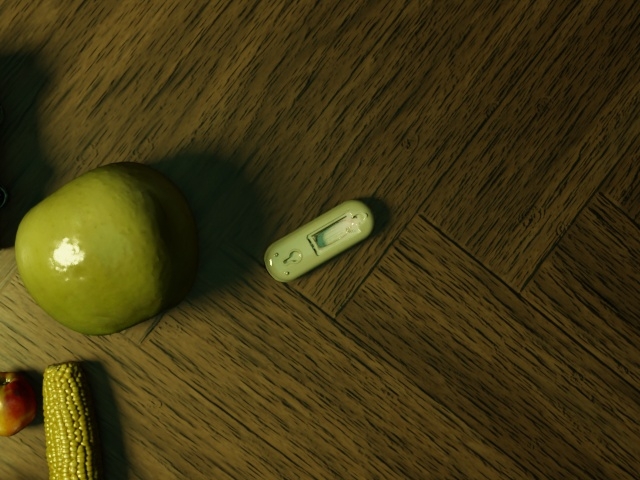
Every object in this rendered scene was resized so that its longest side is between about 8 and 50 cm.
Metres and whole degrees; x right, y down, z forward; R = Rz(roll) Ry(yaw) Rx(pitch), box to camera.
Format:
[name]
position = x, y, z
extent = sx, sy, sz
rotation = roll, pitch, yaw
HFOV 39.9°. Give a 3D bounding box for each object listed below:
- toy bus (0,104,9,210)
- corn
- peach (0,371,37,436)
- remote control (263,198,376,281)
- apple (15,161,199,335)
[toy bus]
position = -0.623, -0.127, 1.443
extent = 0.190, 0.152, 0.312
rotation = -3, 91, -9
[corn]
position = -0.426, 0.338, 1.513
extent = 0.091, 0.091, 0.260
rotation = -9, 93, -43
[peach]
position = -0.533, 0.278, 1.494
extent = 0.101, 0.101, 0.100
rotation = 0, 91, -8
[remote control]
position = 0.000, 0.000, 1.586
extent = 0.221, 0.042, 0.078
rotation = -30, 96, -7
[apple]
position = -0.343, 0.018, 1.443
extent = 0.295, 0.233, 0.257
rotation = -28, 91, -6
